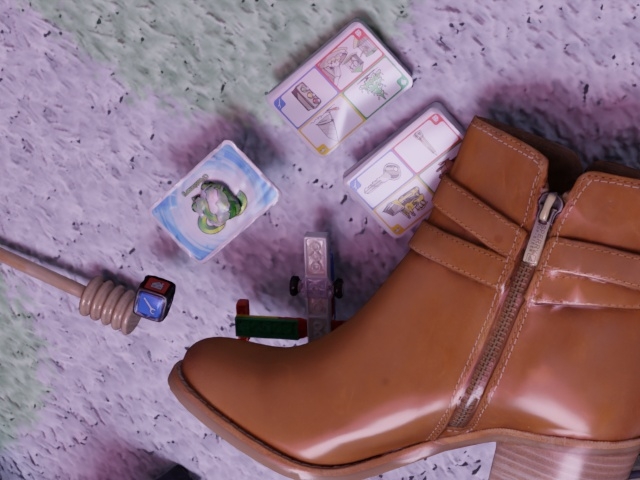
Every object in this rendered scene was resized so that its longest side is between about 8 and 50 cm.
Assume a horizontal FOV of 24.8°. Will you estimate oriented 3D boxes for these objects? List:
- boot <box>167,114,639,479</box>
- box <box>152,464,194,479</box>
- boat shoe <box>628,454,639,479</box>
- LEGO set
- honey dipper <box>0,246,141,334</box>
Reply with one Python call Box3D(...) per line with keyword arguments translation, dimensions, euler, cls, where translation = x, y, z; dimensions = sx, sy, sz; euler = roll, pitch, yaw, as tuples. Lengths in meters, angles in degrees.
Box3D(translation=(0.058, 0.036, 0.824), dimensions=(0.283, 0.109, 0.220), euler=(17, 105, 23), cls="boot")
Box3D(translation=(-0.162, 0.245, 1.074), dimensions=(0.029, 0.116, 0.162), euler=(42, 129, 16), cls="box")
Box3D(translation=(0.329, 0.126, 0.780), dimensions=(0.187, 0.156, 0.500), euler=(46, 142, -13), cls="boat shoe")
Box3D(translation=(0.000, 0.000, 0.902), dimensions=(0.244, 0.060, 0.182), euler=(-39, 102, 24), cls="LEGO set")
Box3D(translation=(-0.196, 0.019, 0.997), dimensions=(0.161, 0.030, 0.030), euler=(24, 127, 11), cls="honey dipper")
